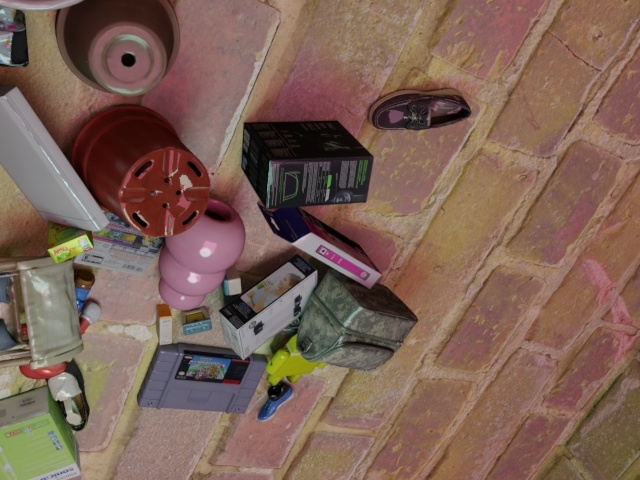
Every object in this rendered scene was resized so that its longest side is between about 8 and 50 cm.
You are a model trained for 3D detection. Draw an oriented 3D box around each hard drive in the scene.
[{"bbox_3d":[-0.629,-0.175,1.432,0.047,0.233,0.353,-52,136,-33],"label":"hard drive"}]

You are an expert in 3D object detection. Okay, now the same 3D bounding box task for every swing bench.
[{"bbox_3d":[-0.716,0.165,1.554,0.255,0.165,0.253,-5,98,1],"label":"swing bench"}]

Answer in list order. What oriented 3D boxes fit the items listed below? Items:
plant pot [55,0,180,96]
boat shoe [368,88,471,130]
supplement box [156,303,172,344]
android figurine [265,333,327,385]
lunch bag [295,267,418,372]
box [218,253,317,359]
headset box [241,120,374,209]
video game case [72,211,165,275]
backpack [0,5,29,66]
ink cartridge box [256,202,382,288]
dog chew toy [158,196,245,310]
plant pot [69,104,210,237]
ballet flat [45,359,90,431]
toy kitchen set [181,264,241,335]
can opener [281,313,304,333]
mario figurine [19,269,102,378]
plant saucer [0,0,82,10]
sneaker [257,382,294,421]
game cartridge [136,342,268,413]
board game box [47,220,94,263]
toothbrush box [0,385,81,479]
[{"bbox_3d":[-0.406,-0.407,1.363,0.263,0.229,0.262,-11,124,-17],"label":"plant pot"},{"bbox_3d":[0.273,-0.346,1.773,0.286,0.092,0.102,-10,124,-17],"label":"boat shoe"},{"bbox_3d":[-0.444,0.238,1.868,0.036,0.062,0.098,-5,123,-22],"label":"supplement box"},{"bbox_3d":[-0.053,0.362,2.071,0.248,0.056,0.273,6,134,-45],"label":"android figurine"},{"bbox_3d":[0.096,0.255,1.918,0.305,0.212,0.256,19,112,-44],"label":"lunch bag"},{"bbox_3d":[-0.141,0.186,1.860,0.290,0.087,0.169,-36,149,-25],"label":"box"},{"bbox_3d":[-0.031,-0.197,1.647,0.283,0.246,0.131,-6,122,-21],"label":"headset box"},{"bbox_3d":[-0.503,-0.001,1.690,0.201,0.023,0.183,17,113,-43],"label":"video game case"},{"bbox_3d":[-0.674,-0.420,1.278,0.189,0.165,0.144,-5,125,-22],"label":"backpack"},{"bbox_3d":[0.000,0.000,1.829,0.371,0.175,0.069,28,106,-34],"label":"ink cartridge box"},{"bbox_3d":[-0.328,0.049,1.718,0.207,0.206,0.331,11,124,-28],"label":"dog chew toy"},{"bbox_3d":[-0.390,-0.144,1.479,0.273,0.265,0.272,-15,118,-29],"label":"plant pot"},{"bbox_3d":[-0.710,0.433,1.861,0.095,0.096,0.280,-17,126,-12],"label":"ballet flat"},{"bbox_3d":[-0.311,0.170,1.843,0.166,0.122,0.207,-11,124,-16],"label":"toy kitchen set"},{"bbox_3d":[-0.004,0.239,2.065,0.284,0.075,0.095,-4,154,-21],"label":"can opener"},{"bbox_3d":[-0.710,0.214,1.731,0.198,0.170,0.320,25,101,5],"label":"mario figurine"},{"bbox_3d":[-0.550,-0.632,1.208,0.401,0.100,0.400,-8,111,-22],"label":"plant saucer"},{"bbox_3d":[-0.163,0.530,2.177,0.152,0.058,0.084,-39,133,-1],"label":"sneaker"},{"bbox_3d":[-0.359,0.430,2.034,0.355,0.068,0.230,12,120,-29],"label":"game cartridge"},{"bbox_3d":[-0.593,-0.023,1.559,0.092,0.181,0.043,-24,125,-7],"label":"board game box"},{"bbox_3d":[-0.835,0.580,1.887,0.206,0.122,0.283,-17,125,-13],"label":"toothbrush box"}]
